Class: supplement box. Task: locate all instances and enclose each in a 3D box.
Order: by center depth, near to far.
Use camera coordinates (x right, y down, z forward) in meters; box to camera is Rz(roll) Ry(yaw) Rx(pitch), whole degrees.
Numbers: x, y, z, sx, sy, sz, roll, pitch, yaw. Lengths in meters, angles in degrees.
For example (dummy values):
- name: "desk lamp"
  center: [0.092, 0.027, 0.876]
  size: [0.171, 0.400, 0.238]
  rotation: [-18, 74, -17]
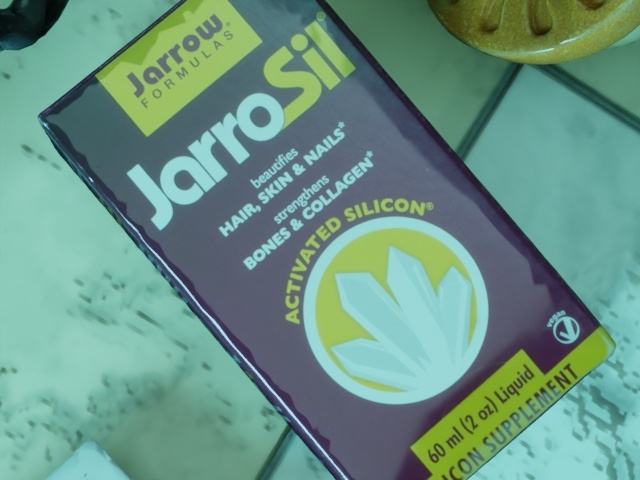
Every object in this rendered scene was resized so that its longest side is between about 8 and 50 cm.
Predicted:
- name: "supplement box"
  center: [0.000, 0.000, 0.494]
  size: [0.104, 0.081, 0.188]
  rotation: [-41, 91, -6]

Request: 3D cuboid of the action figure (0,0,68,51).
- name: "action figure"
  center: [-0.163, -0.095, 0.452]
  size: [0.164, 0.141, 0.275]
  rotation: [29, 87, 15]

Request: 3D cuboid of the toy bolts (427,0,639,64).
- name: "toy bolts"
  center: [0.062, -0.192, 0.511]
  size: [0.218, 0.158, 0.228]
  rotation: [27, 96, 36]

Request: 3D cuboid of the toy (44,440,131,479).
- name: "toy"
  center: [-0.123, 0.202, 0.485]
  size: [0.237, 0.056, 0.137]
  rotation: [-43, 88, -11]
